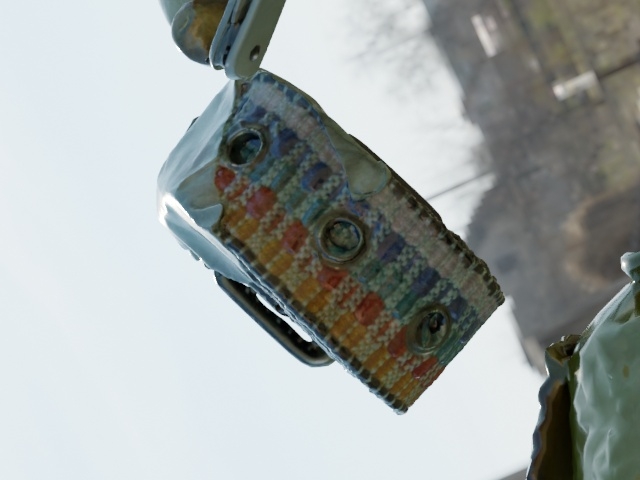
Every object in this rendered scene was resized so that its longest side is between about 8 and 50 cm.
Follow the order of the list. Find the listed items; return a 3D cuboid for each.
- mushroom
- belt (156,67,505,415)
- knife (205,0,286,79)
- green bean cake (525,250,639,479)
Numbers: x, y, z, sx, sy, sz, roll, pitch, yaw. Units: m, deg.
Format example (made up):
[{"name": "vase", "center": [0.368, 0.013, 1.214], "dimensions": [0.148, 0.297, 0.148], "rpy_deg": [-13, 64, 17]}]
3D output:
[{"name": "mushroom", "center": [-0.120, -0.276, 1.808], "dimensions": [0.100, 0.081, 0.312], "rpy_deg": [14, -142, -27]}, {"name": "belt", "center": [0.000, 0.000, 1.330], "dimensions": [0.257, 0.150, 0.207], "rpy_deg": [42, 175, 7]}, {"name": "knife", "center": [-0.021, -0.151, 0.908], "dimensions": [0.023, 0.162, 0.044], "rpy_deg": [31, -152, 15]}, {"name": "green bean cake", "center": [0.263, 0.071, 0.709], "dimensions": [0.285, 0.310, 0.202], "rpy_deg": [18, -109, -51]}]
